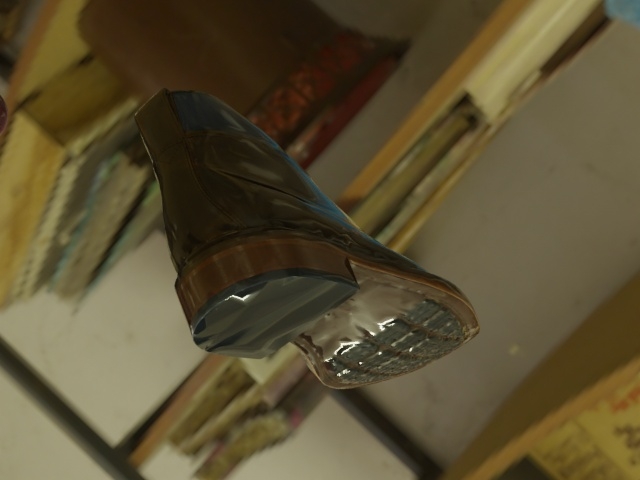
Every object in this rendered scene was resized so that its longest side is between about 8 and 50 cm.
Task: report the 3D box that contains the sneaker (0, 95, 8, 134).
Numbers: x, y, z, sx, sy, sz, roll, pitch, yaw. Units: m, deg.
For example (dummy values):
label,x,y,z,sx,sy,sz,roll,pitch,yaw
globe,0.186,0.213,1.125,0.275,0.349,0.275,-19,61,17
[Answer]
label,x,y,z,sx,sy,sz,roll,pitch,yaw
sneaker,-0.308,-0.111,1.237,0.084,0.069,0.185,-41,171,29

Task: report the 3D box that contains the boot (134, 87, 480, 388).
label,x,y,z,sx,sy,sz,roll,pitch,yaw
boot,0.000,0.000,0.681,0.082,0.106,0.219,-33,155,18
